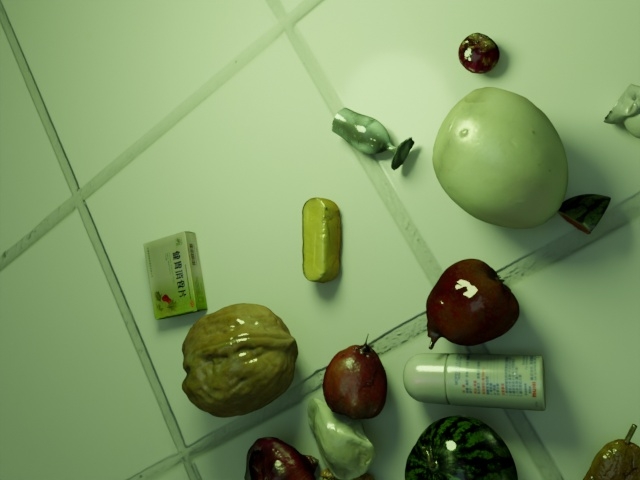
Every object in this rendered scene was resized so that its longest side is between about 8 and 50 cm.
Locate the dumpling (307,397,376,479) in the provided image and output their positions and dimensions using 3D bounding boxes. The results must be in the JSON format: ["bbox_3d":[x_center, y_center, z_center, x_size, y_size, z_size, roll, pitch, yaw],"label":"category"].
[{"bbox_3d":[0.040,0.553,1.521,0.252,0.131,0.179,29,121,34],"label":"dumpling"}]

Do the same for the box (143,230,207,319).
[{"bbox_3d":[-0.474,0.116,1.803,0.175,0.062,0.261,-14,81,23],"label":"box"}]

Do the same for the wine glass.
[{"bbox_3d":[0.140,-0.288,1.527,0.222,0.103,0.103,33,101,21],"label":"wine glass"}]

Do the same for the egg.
[{"bbox_3d":[0.423,-0.183,1.299,0.283,0.283,0.345,-41,78,17],"label":"egg"}]

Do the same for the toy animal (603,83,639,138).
[{"bbox_3d":[0.762,-0.258,1.236,0.103,0.131,0.221,-38,69,-27],"label":"toy animal"}]

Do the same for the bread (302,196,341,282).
[{"bbox_3d":[0.000,0.000,1.582,0.102,0.094,0.246,-3,85,33],"label":"bread"}]

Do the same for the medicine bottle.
[{"bbox_3d":[0.374,0.346,1.372,0.340,0.130,0.130,-3,86,23],"label":"medicine bottle"}]

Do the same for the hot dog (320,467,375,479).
[{"bbox_3d":[0.078,0.676,1.533,0.165,0.045,0.071,-3,84,25],"label":"hot dog"}]

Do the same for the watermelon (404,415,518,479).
[{"bbox_3d":[0.334,0.561,1.319,0.269,0.269,0.269,-1,87,24],"label":"watermelon"}]

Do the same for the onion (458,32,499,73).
[{"bbox_3d":[0.407,-0.480,1.427,0.107,0.097,0.107,1,75,-3],"label":"onion"}]

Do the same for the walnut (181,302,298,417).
[{"bbox_3d":[-0.224,0.331,1.562,0.343,0.306,0.306,-22,78,14],"label":"walnut"}]

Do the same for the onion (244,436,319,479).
[{"bbox_3d":[-0.092,0.672,1.556,0.272,0.195,0.272,29,126,49],"label":"onion"}]

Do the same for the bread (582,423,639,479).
[{"bbox_3d":[0.654,0.576,1.261,0.124,0.084,0.344,21,95,16],"label":"bread"}]

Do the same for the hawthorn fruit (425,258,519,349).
[{"bbox_3d":[0.349,0.172,1.351,0.248,0.208,0.208,-41,72,8],"label":"hawthorn fruit"}]

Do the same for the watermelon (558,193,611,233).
[{"bbox_3d":[0.626,-0.050,1.308,0.125,0.135,0.094,-7,121,21],"label":"watermelon"}]

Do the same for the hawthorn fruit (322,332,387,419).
[{"bbox_3d":[0.105,0.359,1.474,0.181,0.181,0.235,18,94,24],"label":"hawthorn fruit"}]
